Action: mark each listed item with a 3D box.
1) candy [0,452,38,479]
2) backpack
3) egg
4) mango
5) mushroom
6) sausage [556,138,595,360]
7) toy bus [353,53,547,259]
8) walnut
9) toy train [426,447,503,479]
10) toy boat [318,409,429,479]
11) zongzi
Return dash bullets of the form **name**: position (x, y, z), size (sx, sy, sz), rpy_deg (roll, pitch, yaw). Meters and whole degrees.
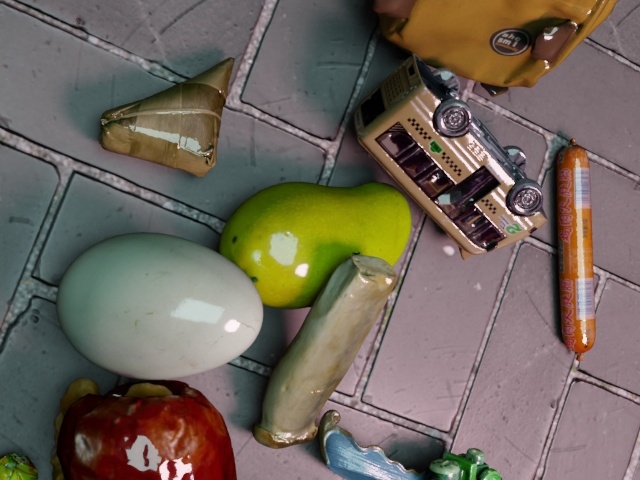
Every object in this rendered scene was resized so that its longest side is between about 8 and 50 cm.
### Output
- **candy**: position (-0.410, 0.360, 1.245), size (0.062, 0.058, 0.193), rpy_deg (20, 92, 21)
- **backpack**: position (0.248, -0.373, 1.326), size (0.354, 0.378, 0.201), rpy_deg (12, 50, -13)
- **egg**: position (-0.199, 0.082, 1.226), size (0.264, 0.183, 0.182), rpy_deg (4, 88, 14)
- **mango**: position (0.000, 0.000, 1.349), size (0.293, 0.143, 0.175), rpy_deg (-14, 93, -30)
- **mushroom**: position (-0.001, 0.152, 1.312), size (0.100, 0.081, 0.312), rpy_deg (-5, 129, -50)
- **sausage**: position (0.397, 0.015, 1.538), size (0.053, 0.053, 0.347), rpy_deg (-3, 91, -20)
- **toy bus**: position (0.184, -0.109, 1.389), size (0.157, 0.139, 0.289), rpy_deg (-38, 116, 19)
- **walnut**: position (-0.230, 0.302, 1.234), size (0.244, 0.222, 0.268), rpy_deg (-4, 100, 11)
- **toy train**: position (0.186, 0.422, 1.420), size (0.119, 0.085, 0.251), rpy_deg (-2, 100, -39)
- **toy boat**: position (0.073, 0.306, 1.407), size (0.186, 0.075, 0.077), rpy_deg (26, 63, -21)
- **zongzi**: position (-0.203, -0.184, 1.306), size (0.160, 0.078, 0.176), rpy_deg (14, 75, -20)
